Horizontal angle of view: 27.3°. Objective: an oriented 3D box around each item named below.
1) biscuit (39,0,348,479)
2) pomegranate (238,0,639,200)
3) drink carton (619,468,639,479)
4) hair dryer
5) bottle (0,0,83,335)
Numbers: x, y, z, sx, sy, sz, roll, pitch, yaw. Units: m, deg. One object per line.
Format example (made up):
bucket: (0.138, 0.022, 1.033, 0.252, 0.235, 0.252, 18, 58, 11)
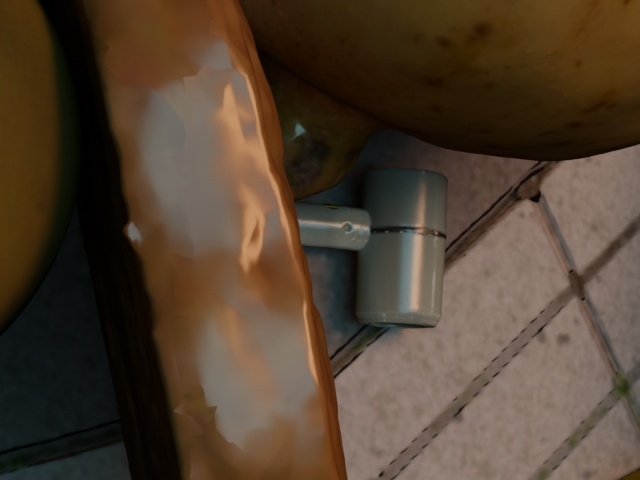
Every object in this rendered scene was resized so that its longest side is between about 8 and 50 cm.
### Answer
biscuit: (-0.048, 0.026, 0.488, 0.062, 0.365, 0.385, -12, 82, -11)
pomegranate: (0.059, -0.170, 0.592, 0.343, 0.342, 0.342, 3, 83, -23)
drink carton: (0.304, 0.271, 0.749, 0.155, 0.111, 0.351, -24, 94, -25)
hair dryer: (0.000, 0.000, 0.688, 0.137, 0.047, 0.082, 7, 82, -17)
bottle: (-0.172, -0.017, 0.443, 0.172, 0.351, 0.171, 3, 83, -23)
